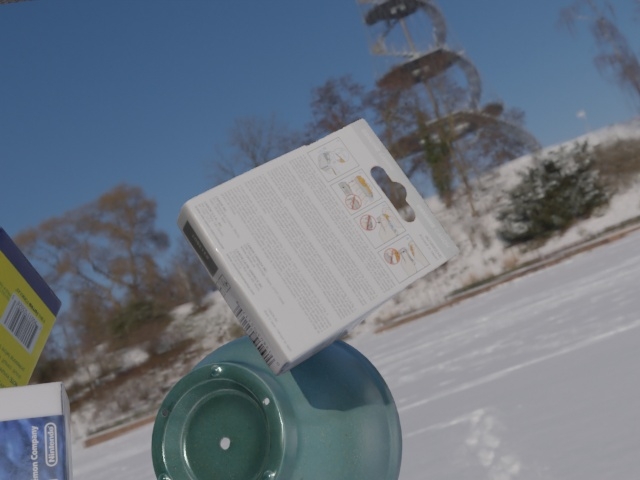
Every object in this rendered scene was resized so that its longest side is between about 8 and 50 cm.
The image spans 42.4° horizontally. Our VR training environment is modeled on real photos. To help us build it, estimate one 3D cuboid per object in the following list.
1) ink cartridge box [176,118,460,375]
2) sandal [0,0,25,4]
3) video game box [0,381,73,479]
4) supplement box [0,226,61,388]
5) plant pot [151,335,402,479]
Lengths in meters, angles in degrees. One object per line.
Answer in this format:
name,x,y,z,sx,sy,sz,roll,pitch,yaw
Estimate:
ink cartridge box,0.000,0.000,0.849,0.232,0.189,0.066,-28,-12,-32
sandal,-0.364,-0.306,0.933,0.097,0.054,0.254,-22,7,27
video game box,-0.243,0.195,0.493,0.187,0.205,0.048,-6,-28,-13
supplement box,-0.488,0.168,0.970,0.194,0.356,0.195,6,-32,13
plant pot,-0.073,0.240,0.976,0.293,0.292,0.196,-22,-22,19
